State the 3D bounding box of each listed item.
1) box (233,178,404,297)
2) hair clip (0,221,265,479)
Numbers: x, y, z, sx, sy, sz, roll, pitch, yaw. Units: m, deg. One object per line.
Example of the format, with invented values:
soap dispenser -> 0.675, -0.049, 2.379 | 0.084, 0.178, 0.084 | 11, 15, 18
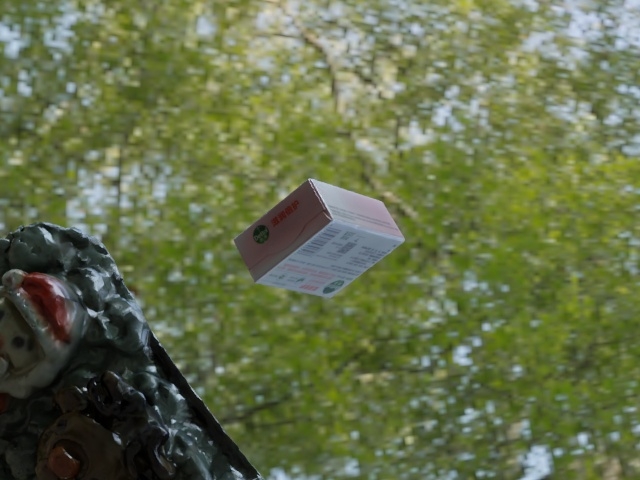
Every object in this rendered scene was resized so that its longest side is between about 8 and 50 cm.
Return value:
box -> 0.000, 0.000, 1.402 | 0.089, 0.125, 0.043 | -37, -115, 20
hair clip -> -0.099, 0.133, 0.912 | 0.138, 0.091, 0.321 | -42, -101, 2
